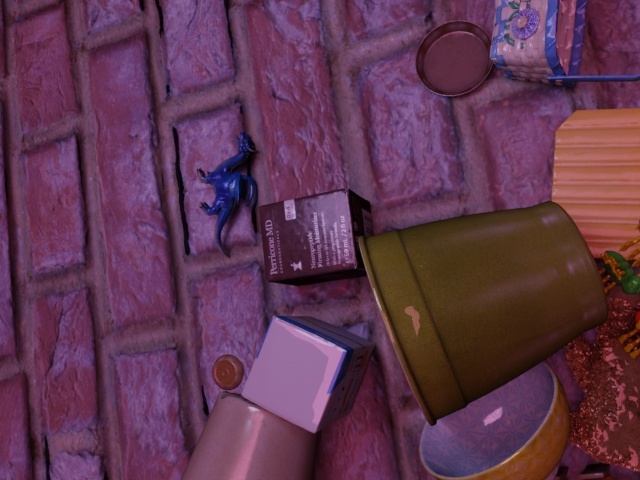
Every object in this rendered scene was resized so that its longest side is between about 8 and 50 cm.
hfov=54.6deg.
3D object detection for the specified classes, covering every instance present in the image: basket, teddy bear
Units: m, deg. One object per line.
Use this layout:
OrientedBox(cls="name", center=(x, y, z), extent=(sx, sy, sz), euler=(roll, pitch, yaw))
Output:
OrientedBox(cls="basket", center=(0.478, -0.416, 1.177), extent=(0.288, 0.201, 0.255), euler=(2, 83, 31))
OrientedBox(cls="teddy bear", center=(0.564, 0.240, 1.131), extent=(0.245, 0.113, 0.338), euler=(0, 76, 15))

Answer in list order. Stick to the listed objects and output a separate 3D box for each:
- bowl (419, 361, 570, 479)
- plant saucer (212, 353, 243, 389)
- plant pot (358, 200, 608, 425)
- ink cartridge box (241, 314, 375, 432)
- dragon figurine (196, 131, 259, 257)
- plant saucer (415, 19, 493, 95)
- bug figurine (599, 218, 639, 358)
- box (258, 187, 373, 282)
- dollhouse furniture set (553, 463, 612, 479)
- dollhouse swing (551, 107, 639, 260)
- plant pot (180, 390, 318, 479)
OrientedBox(cls="bowl", center=(0.341, 0.366, 1.130), extent=(0.289, 0.289, 0.156), euler=(-38, 102, 13))
OrientedBox(cls="plant saucer", center=(-0.220, 0.309, 1.453), extent=(0.083, 0.015, 0.084), euler=(-3, 82, 20))
OrientedBox(cls="plant pot", center=(0.299, 0.099, 1.124), extent=(0.352, 0.366, 0.367), euler=(-22, 76, 8))
OrientedBox(cls="ink cartridge box", center=(-0.015, 0.261, 1.266), extent=(0.168, 0.232, 0.171), euler=(21, 91, 19))
OrientedBox(cls="dragon figurine", center=(-0.204, -0.114, 1.460), extent=(0.144, 0.085, 0.289), euler=(-10, 79, 20))
OrientedBox(cls="plant saucer", center=(0.290, -0.389, 1.338), extent=(0.168, 0.029, 0.169), euler=(-2, 84, 20))
OrientedBox(cls="bug figurine", center=(0.552, 0.076, 0.995), extent=(0.072, 0.279, 0.216), euler=(-24, 65, -15))
OrientedBox(cls="box", center=(0.000, 0.000, 1.326), extent=(0.203, 0.167, 0.169), euler=(-10, 80, 19))
OrientedBox(cls="dollhouse furniture set", center=(0.541, 0.531, 1.102), extent=(0.259, 0.135, 0.262), euler=(-19, 77, 29))
OrientedBox(cls="dollhouse swing", center=(0.586, -0.117, 1.073), extent=(0.304, 0.315, 0.347), euler=(5, 86, 10))
OrientedBox(cls="plant pot", center=(-0.145, 0.486, 1.265), extent=(0.333, 0.334, 0.306), euler=(12, 77, 21))
